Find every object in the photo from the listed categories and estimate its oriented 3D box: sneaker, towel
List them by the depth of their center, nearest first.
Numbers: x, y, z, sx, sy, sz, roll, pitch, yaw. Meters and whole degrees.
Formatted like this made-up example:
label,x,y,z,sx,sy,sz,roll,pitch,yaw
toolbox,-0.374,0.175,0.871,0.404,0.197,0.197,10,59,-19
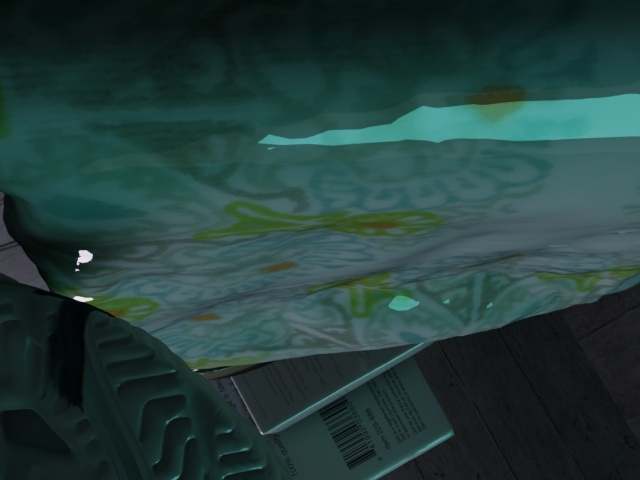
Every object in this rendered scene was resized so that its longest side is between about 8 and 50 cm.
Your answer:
label,x,y,z,sx,sy,sz,roll,pitch,yaw
sneaker,-0.106,0.063,0.430,0.153,0.235,0.094,43,65,-80
towel,0.037,-0.015,0.516,0.320,0.090,0.374,-8,166,-8

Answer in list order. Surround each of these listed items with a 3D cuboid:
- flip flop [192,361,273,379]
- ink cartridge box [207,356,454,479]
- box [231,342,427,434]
label,x,y,z,sx,sy,sz,roll,pitch,yaw
flip flop,0.000,0.000,0.847,0.277,0.080,0.112,-46,164,3
ink cartridge box,-0.051,0.166,1.130,0.289,0.211,0.121,-27,172,-7
box,-0.002,0.073,1.024,0.170,0.130,0.091,-29,170,1
